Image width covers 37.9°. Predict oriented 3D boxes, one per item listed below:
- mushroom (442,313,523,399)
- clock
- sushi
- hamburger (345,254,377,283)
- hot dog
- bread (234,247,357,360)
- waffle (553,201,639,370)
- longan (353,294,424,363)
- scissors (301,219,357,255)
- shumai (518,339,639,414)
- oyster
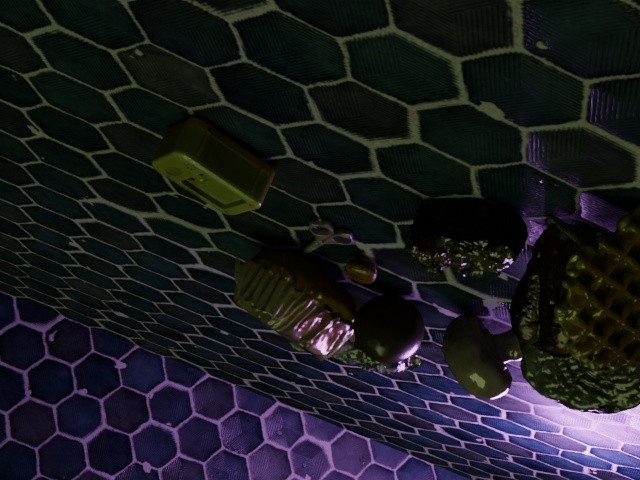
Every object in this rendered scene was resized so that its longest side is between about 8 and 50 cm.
[{"bbox_3d":[0.377,0.255,2.121,0.206,0.206,0.209,30,135,-25],"label":"mushroom"},{"bbox_3d":[-0.202,-0.138,1.765,0.202,0.096,0.143,33,158,-28],"label":"clock"},{"bbox_3d":[0.264,0.005,1.685,0.212,0.115,0.147,6,154,30],"label":"sushi"},{"bbox_3d":[0.092,0.066,2.081,0.076,0.044,0.083,12,155,16],"label":"hamburger"},{"bbox_3d":[0.408,0.087,1.621,0.162,0.081,0.270,46,138,45],"label":"hot dog"},{"bbox_3d":[-0.046,0.150,2.235,0.236,0.183,0.388,31,175,28],"label":"bread"},{"bbox_3d":[0.520,0.086,1.530,0.301,0.281,0.058,58,179,-33],"label":"waffle"},{"bbox_3d":[0.159,0.210,2.205,0.189,0.189,0.189,17,159,7],"label":"longan"},{"bbox_3d":[0.000,0.001,2.029,0.110,0.021,0.212,22,159,-15],"label":"scissors"},{"bbox_3d":[0.557,0.165,1.793,0.309,0.304,0.263,14,-167,26],"label":"shumai"},{"bbox_3d":[0.092,0.276,2.473,0.351,0.158,0.162,10,126,-10],"label":"oyster"}]
